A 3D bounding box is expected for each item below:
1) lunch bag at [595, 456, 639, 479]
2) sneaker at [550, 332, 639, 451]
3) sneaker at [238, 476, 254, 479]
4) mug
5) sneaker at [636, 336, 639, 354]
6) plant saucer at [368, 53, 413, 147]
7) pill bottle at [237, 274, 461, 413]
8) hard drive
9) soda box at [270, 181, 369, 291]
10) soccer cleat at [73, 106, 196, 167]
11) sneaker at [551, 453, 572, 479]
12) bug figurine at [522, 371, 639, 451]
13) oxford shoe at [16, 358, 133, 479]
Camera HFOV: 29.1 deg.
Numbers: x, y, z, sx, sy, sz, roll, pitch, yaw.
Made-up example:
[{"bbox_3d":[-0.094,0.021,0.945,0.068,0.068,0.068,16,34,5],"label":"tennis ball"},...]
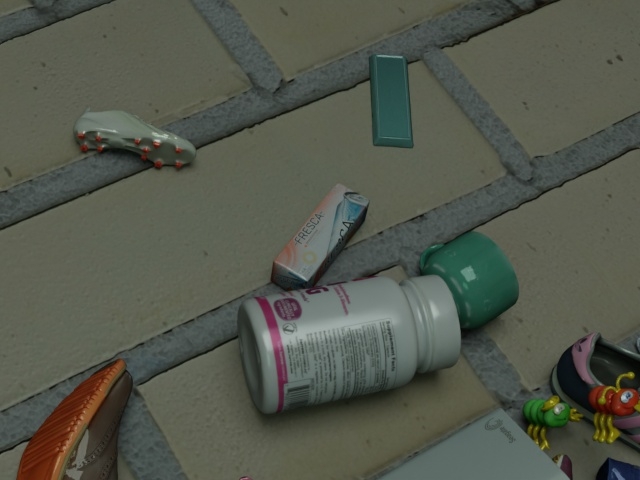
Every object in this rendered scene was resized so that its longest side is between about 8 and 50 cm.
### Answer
[{"bbox_3d":[0.411,0.351,1.673,0.065,0.067,0.098,13,57,1],"label":"lunch bag"},{"bbox_3d":[0.482,0.235,1.721,0.319,0.131,0.112,25,57,8],"label":"sneaker"},{"bbox_3d":[-0.065,0.348,1.613,0.119,0.057,0.047,30,56,10],"label":"sneaker"},{"bbox_3d":[0.205,0.066,1.806,0.097,0.158,0.129,-30,93,-23],"label":"mug"},{"bbox_3d":[0.551,0.093,1.845,0.153,0.099,0.282,4,60,-8],"label":"sneaker"},{"bbox_3d":[0.118,-0.236,2.046,0.067,0.018,0.192,3,56,-6],"label":"plant saucer"},{"bbox_3d":[0.039,0.136,1.705,0.283,0.160,0.160,-9,59,-15],"label":"pill bottle"},{"bbox_3d":[0.116,0.346,1.501,0.353,0.233,0.047,-29,108,-4],"label":"hard drive"},{"bbox_3d":[0.000,0.000,1.849,0.063,0.058,0.183,31,59,12],"label":"soda box"},{"bbox_3d":[-0.285,-0.166,1.914,0.196,0.068,0.076,11,53,2],"label":"soccer cleat"},{"bbox_3d":[0.322,0.379,1.649,0.084,0.069,0.185,22,63,-3],"label":"sneaker"},{"bbox_3d":[0.296,0.270,1.630,0.279,0.216,0.072,-38,102,-24],"label":"bug figurine"},{"bbox_3d":[-0.314,0.313,1.585,0.133,0.130,0.363,41,47,-20],"label":"oxford shoe"}]
